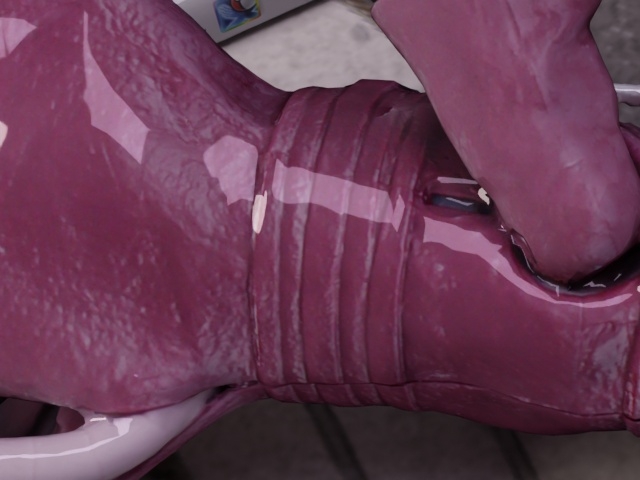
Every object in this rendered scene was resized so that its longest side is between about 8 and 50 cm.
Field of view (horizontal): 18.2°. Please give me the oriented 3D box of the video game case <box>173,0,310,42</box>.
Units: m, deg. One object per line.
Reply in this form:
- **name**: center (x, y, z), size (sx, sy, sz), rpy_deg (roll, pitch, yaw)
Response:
- **video game case**: center (-0.049, -0.228, 0.912), size (0.300, 0.036, 0.329), rpy_deg (-25, 53, -8)

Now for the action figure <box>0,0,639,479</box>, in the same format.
- **action figure**: center (0.000, 0.000, 0.595), size (0.370, 0.248, 0.276), rpy_deg (3, 54, 16)
